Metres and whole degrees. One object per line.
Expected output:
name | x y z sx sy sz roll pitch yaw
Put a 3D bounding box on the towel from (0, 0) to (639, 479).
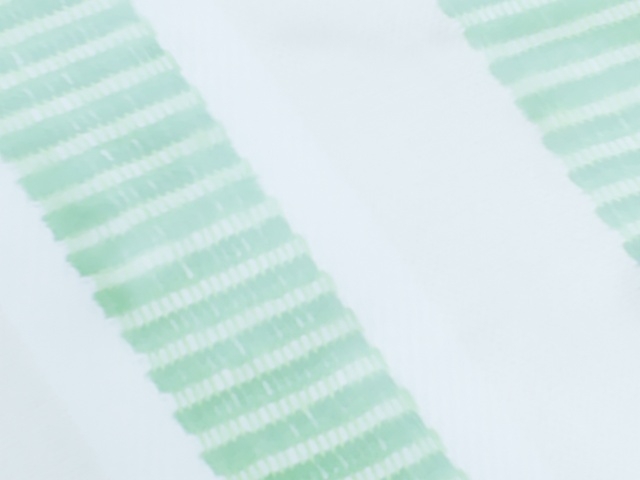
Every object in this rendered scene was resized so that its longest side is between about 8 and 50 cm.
towel | 0.000 0.000 0.337 0.248 0.325 0.038 55 -21 12
